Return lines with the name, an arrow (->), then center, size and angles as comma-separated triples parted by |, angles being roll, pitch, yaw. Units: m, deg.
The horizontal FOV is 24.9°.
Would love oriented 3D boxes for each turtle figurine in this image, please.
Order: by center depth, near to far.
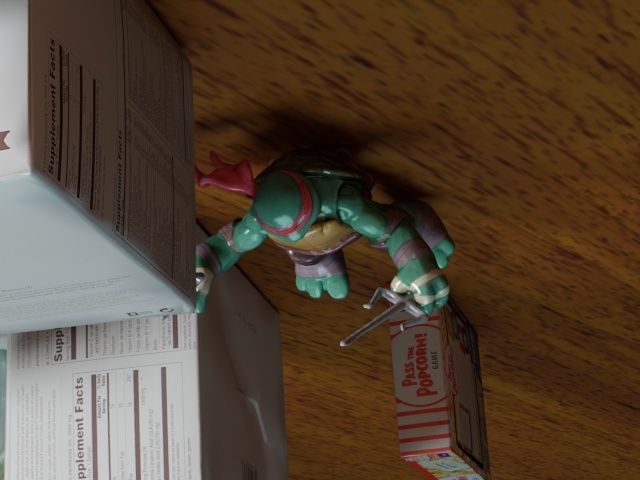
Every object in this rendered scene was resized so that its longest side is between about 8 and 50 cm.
turtle figurine -> 0.000, 0.000, 0.912 | 0.175, 0.118, 0.234 | 5, 180, 19

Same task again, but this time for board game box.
board game box -> 0.105, 0.129, 1.249 | 0.045, 0.147, 0.193 | -9, 159, 14

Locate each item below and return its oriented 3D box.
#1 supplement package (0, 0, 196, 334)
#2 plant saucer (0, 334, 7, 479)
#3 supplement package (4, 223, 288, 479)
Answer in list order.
supplement package -> -0.181, -0.050, 0.681 | 0.194, 0.149, 0.203 | -8, 160, 11
plant saucer -> -0.403, 0.180, 1.233 | 0.400, 0.100, 0.400 | -30, 155, -15
supplement package -> -0.124, 0.127, 1.114 | 0.145, 0.204, 0.262 | -7, 161, 11
